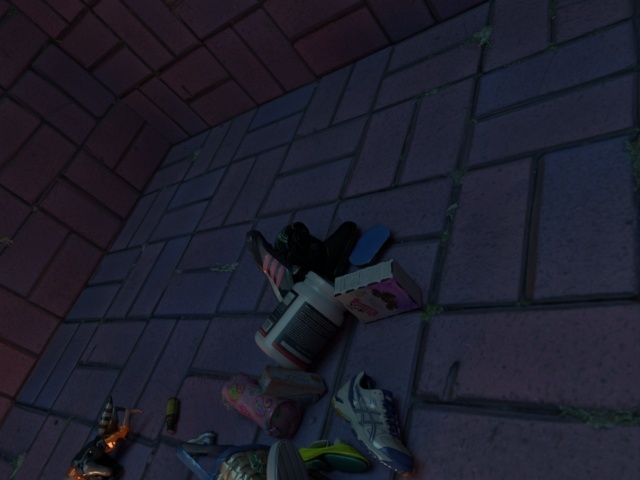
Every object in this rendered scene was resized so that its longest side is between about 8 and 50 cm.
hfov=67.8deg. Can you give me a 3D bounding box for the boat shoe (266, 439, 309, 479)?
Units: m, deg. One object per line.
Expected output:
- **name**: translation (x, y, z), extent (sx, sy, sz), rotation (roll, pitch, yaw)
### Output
- **boat shoe**: translation (-0.080, 0.607, 1.054), extent (0.094, 0.109, 0.302), rotation (-32, 57, 33)

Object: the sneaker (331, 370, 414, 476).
- **sneaker**: translation (0.139, 0.429, 1.158), extent (0.131, 0.112, 0.296), rotation (-49, 36, -4)

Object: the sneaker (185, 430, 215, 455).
- **sneaker**: translation (-0.394, 0.665, 1.527), extent (0.135, 0.052, 0.058), rotation (-37, 41, 13)

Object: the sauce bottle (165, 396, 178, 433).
- **sauce bottle**: translation (-0.536, 0.629, 1.712), extent (0.042, 0.042, 0.128), rotation (-34, 36, 18)

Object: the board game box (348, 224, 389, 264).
- **board game box**: translation (0.169, 0.022, 1.588), extent (0.169, 0.033, 0.133), rotation (-51, 28, -9)

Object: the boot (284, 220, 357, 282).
- **boot**: translation (0.000, 0.000, 1.620), extent (0.094, 0.207, 0.246), rotation (-37, 29, 61)

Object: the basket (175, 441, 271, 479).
- **basket**: translation (-0.207, 0.614, 1.224), extent (0.289, 0.255, 0.201), rotation (19, 81, 37)

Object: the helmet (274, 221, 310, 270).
- **helmet**: translation (-0.089, 0.021, 1.743), extent (0.161, 0.169, 0.169), rotation (31, 80, 42)

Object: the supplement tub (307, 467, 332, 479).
- **supplement tub**: translation (0.021, 0.617, 1.102), extent (0.198, 0.106, 0.106), rotation (5, 60, 48)

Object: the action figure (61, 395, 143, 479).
- **action figure**: translation (-0.847, 0.770, 1.788), extent (0.341, 0.178, 0.330), rotation (-6, 42, 40)

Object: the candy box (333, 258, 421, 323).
- **candy box**: translation (0.162, 0.149, 1.355), extent (0.196, 0.165, 0.070), rotation (-22, 41, 31)

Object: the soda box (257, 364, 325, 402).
- **soda box**: translation (-0.080, 0.404, 1.337), extent (0.063, 0.183, 0.058), rotation (-59, 31, 19)

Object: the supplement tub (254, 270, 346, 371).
- **supplement tub**: translation (-0.051, 0.250, 1.454), extent (0.272, 0.191, 0.191), rotation (-51, 36, -6)

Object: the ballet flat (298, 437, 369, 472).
- **ballet flat**: translation (0.026, 0.540, 1.205), extent (0.231, 0.077, 0.077), rotation (-23, 25, 32)

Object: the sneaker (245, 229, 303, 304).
- **sneaker**: translation (-0.134, 0.084, 1.645), extent (0.131, 0.319, 0.112), rotation (-32, 0, 20)

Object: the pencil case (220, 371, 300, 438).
- **pencil case**: translation (-0.185, 0.488, 1.419), extent (0.284, 0.124, 0.124), rotation (6, 60, 47)
